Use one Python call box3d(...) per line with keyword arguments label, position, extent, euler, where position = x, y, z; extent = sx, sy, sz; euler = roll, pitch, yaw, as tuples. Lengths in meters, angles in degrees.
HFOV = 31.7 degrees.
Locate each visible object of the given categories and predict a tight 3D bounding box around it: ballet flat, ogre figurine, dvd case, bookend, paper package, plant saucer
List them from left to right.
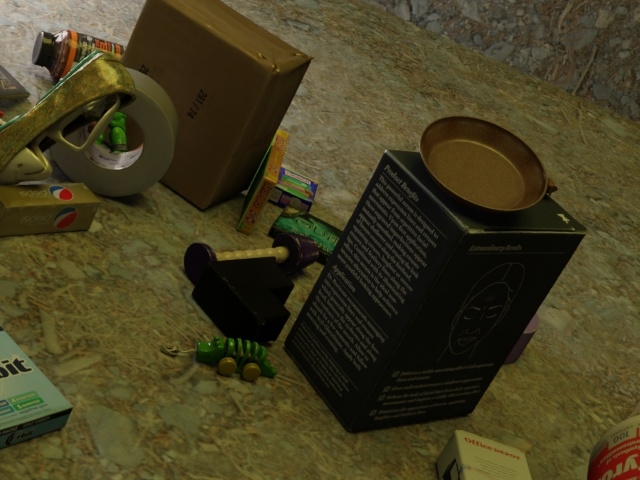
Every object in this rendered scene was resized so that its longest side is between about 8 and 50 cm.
box3d(label="dvd case", position=(-0.627, -0.319, 2.058), extent=(0.164, 0.018, 0.221), euler=(45, 10, -3))
box3d(label="ballet flat", position=(-0.440, -0.166, 1.804), extent=(0.123, 0.348, 0.123), euler=(46, -14, 14))
box3d(label="ogre figurine", position=(-0.429, -0.218, 2.061), extent=(0.197, 0.097, 0.118), euler=(18, 65, -1))
box3d(label="paper package", position=(-0.228, -0.277, 2.127), extent=(0.309, 0.325, 0.168), euler=(35, 28, 13))
box3d(label="bookend", position=(-0.100, 0.104, 1.849), extent=(0.157, 0.072, 0.156), euler=(-5, 42, -48))
box3d(label="plant saucer", position=(0.232, -0.104, 1.642), extent=(0.198, 0.036, 0.199), euler=(12, 44, -11))

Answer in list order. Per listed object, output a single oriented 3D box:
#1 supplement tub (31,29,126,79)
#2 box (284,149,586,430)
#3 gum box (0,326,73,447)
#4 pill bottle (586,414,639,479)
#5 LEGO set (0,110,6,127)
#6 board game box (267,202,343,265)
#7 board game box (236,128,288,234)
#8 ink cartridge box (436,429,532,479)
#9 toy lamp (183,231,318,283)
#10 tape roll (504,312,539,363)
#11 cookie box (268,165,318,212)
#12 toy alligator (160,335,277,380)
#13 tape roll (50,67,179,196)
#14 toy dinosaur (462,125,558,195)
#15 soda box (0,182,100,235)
box3d(label="supplement tub", position=(-0.483, -0.367, 2.301), extent=(0.197, 0.106, 0.106), euler=(12, 30, -27))
box3d(label="box", position=(0.176, 0.079, 1.789), extent=(0.293, 0.395, 0.212), euler=(1, 37, -43))
box3d(label="gum box", position=(-0.433, 0.184, 1.432), extent=(0.184, 0.041, 0.157), euler=(41, 30, 24))
box3d(label="pill bottle", position=(0.494, 0.442, 1.622), extent=(0.229, 0.229, 0.408), euler=(29, 26, 2))
box3d(label="LEGO set", position=(-0.622, -0.250, 1.956), extent=(0.182, 0.060, 0.244), euler=(48, 13, 26))
box3d(label="board game box", position=(0.000, 0.000, 2.180), extent=(0.186, 0.026, 0.126), euler=(28, 27, 1))
box3d(label="board game box", position=(-0.109, -0.122, 2.186), extent=(0.039, 0.124, 0.259), euler=(24, 27, -11))
box3d(label="ink cartridge box", position=(0.252, 0.380, 1.682), extent=(0.127, 0.072, 0.175), euler=(20, 27, -13))
box3d(label="toy lamp", position=(-0.111, 0.027, 1.970), extent=(0.274, 0.080, 0.080), euler=(-5, 41, -49))
box3d(label="tape roll", position=(0.318, 0.145, 2.158), extent=(0.189, 0.080, 0.189), euler=(22, 28, -12))
box3d(label="cookie box", position=(-0.056, -0.101, 2.292), extent=(0.091, 0.040, 0.107), euler=(24, 26, -5))
box3d(label="toy alligator", position=(-0.146, 0.168, 1.715), extent=(0.189, 0.051, 0.056), euler=(16, 28, -21))
box3d(label="tape roll", position=(-0.359, -0.188, 1.966), extent=(0.219, 0.219, 0.072), euler=(22, 28, -11))
box3d(label="toy dinosaur", position=(0.280, -0.125, 1.736), extent=(0.211, 0.064, 0.112), euler=(12, 30, -27))
box3d(label="soda box", position=(-0.450, -0.051, 1.813), extent=(0.181, 0.061, 0.058), euler=(-6, 43, -48))
